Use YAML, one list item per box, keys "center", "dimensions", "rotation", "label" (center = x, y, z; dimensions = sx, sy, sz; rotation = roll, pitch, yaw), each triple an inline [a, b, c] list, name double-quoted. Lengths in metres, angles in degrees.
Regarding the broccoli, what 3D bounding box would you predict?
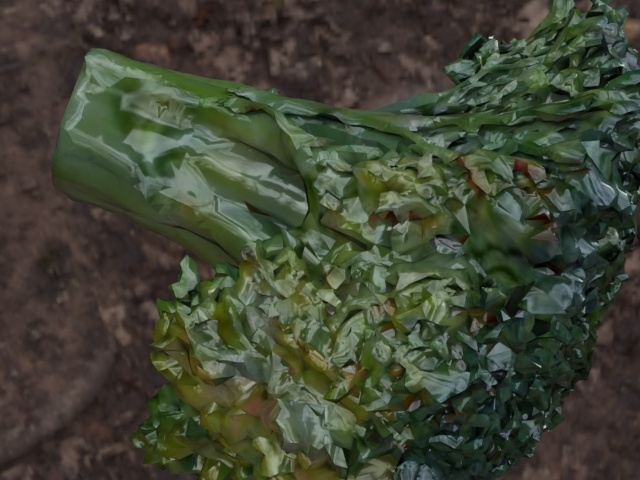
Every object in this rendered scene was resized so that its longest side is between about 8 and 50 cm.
- center: [0.000, 0.000, 0.444]
  dimensions: [0.194, 0.220, 0.194]
  rotation: [21, 20, -8]
  label: "broccoli"
